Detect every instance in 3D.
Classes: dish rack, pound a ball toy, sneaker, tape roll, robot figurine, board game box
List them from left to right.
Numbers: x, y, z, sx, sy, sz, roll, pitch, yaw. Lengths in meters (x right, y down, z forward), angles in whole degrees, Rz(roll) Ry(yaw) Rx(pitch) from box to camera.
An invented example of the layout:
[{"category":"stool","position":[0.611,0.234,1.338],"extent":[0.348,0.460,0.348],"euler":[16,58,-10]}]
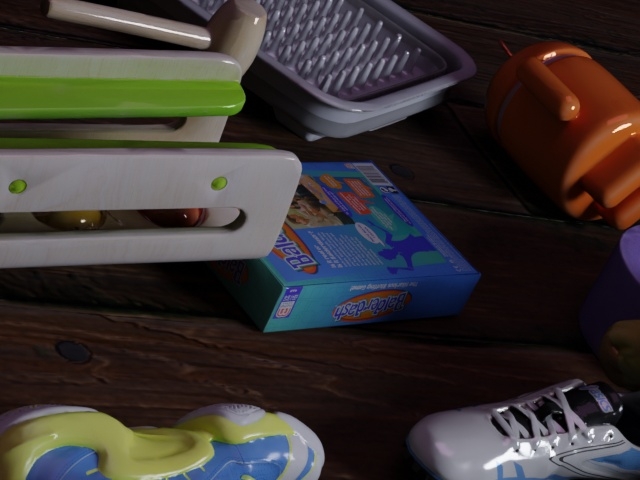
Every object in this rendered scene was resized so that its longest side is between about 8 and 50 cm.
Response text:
[{"category":"pound a ball toy","position":[-0.164,-0.072,1.281],"extent":[0.319,0.136,0.208],"euler":[-2,43,-31]},{"category":"sneaker","position":[-0.090,0.165,1.043],"extent":[0.240,0.091,0.126],"euler":[4,53,-35]},{"category":"dish rack","position":[-0.040,-0.204,1.709],"extent":[0.333,0.072,0.285],"euler":[36,29,19]},{"category":"board game box","position":[0.000,0.000,1.415],"extent":[0.210,0.047,0.160],"euler":[-2,39,-41]},{"category":"sneaker","position":[0.158,0.135,1.275],"extent":[0.237,0.086,0.085],"euler":[0,38,-37]},{"category":"robot figurine","position":[0.242,-0.104,1.712],"extent":[0.158,0.128,0.219],"euler":[-2,39,-37]},{"category":"tape roll","position":[0.320,0.072,1.521],"extent":[0.189,0.080,0.189],"euler":[19,28,-11]}]

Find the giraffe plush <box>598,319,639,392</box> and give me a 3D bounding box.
[{"category":"giraffe plush","position":[0.342,0.073,1.349],"extent":[0.170,0.210,0.181],"euler":[-47,113,-32]}]
